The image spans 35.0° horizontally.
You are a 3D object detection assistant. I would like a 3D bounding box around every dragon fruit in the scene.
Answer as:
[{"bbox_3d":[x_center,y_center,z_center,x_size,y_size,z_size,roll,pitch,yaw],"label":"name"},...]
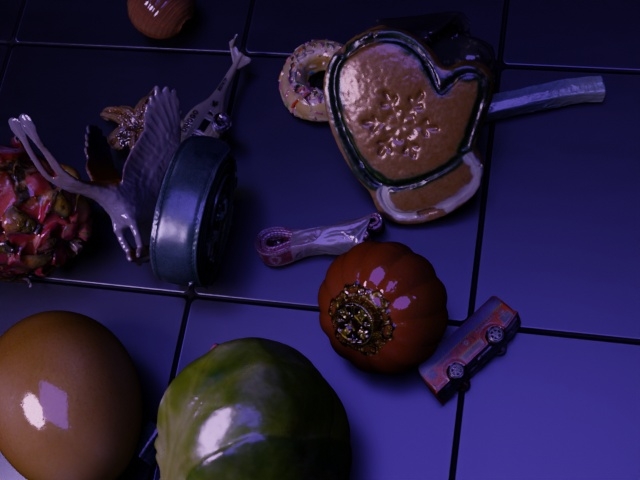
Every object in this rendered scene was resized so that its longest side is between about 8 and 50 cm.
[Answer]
[{"bbox_3d":[-0.547,-0.059,1.812,0.291,0.250,0.269,-4,75,-7],"label":"dragon fruit"}]

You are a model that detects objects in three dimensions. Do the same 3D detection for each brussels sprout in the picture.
[{"bbox_3d":[-0.108,0.333,1.552,0.281,0.289,0.355,31,89,34],"label":"brussels sprout"}]

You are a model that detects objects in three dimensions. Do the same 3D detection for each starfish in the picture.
[{"bbox_3d":[-0.342,-0.225,1.934,0.190,0.074,0.146,31,83,22],"label":"starfish"}]

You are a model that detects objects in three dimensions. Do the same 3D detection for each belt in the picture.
[{"bbox_3d":[0.000,0.000,1.786,0.232,0.053,0.071,-10,61,7],"label":"belt"},{"bbox_3d":[-0.219,-0.052,1.759,0.116,0.206,0.267,10,81,8],"label":"belt"}]

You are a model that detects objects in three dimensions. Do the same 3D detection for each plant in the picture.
[{"bbox_3d":[0.195,-0.327,1.812,0.256,0.142,0.164,22,43,32],"label":"plant"}]

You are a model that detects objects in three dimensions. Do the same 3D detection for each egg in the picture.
[{"bbox_3d":[-0.415,0.263,1.651,0.250,0.250,0.322,-33,57,-3],"label":"egg"}]

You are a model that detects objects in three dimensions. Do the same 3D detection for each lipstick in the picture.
[{"bbox_3d":[-0.235,0.275,1.731,0.053,0.053,0.234,32,73,21],"label":"lipstick"}]

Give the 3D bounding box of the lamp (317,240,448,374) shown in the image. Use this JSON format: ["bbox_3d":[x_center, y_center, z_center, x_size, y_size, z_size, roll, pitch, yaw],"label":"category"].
[{"bbox_3d":[0.100,0.109,1.644,0.223,0.196,0.223,8,105,30],"label":"lamp"}]

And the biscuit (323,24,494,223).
[{"bbox_3d":[0.164,-0.206,1.724,0.287,0.057,0.344,-22,99,19],"label":"biscuit"}]

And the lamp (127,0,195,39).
[{"bbox_3d":[-0.310,-0.461,1.984,0.136,0.136,0.136,-4,68,10],"label":"lamp"}]

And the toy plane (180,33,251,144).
[{"bbox_3d":[-0.201,-0.248,1.888,0.108,0.092,0.286,28,72,-1],"label":"toy plane"}]

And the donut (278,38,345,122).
[{"bbox_3d":[0.002,-0.304,1.896,0.174,0.068,0.175,-3,69,9],"label":"donut"}]

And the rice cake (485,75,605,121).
[{"bbox_3d":[0.384,-0.252,1.814,0.245,0.042,0.045,-11,64,7],"label":"rice cake"}]

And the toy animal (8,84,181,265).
[{"bbox_3d":[-0.360,-0.095,1.741,0.225,0.284,0.302,-16,96,34],"label":"toy animal"}]

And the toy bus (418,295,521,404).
[{"bbox_3d":[0.245,0.178,1.663,0.192,0.065,0.077,-42,56,-7],"label":"toy bus"}]
